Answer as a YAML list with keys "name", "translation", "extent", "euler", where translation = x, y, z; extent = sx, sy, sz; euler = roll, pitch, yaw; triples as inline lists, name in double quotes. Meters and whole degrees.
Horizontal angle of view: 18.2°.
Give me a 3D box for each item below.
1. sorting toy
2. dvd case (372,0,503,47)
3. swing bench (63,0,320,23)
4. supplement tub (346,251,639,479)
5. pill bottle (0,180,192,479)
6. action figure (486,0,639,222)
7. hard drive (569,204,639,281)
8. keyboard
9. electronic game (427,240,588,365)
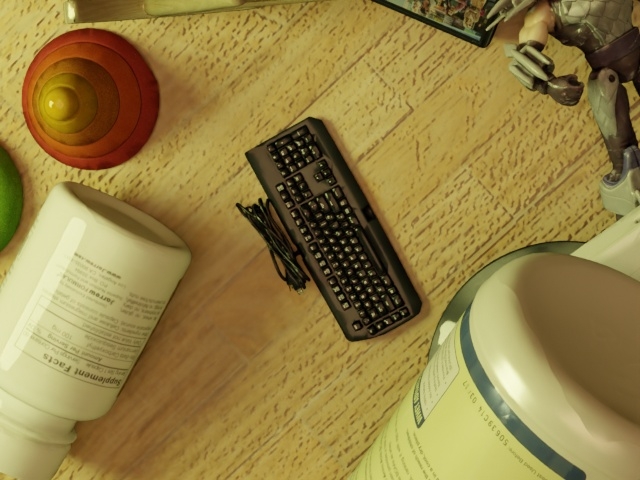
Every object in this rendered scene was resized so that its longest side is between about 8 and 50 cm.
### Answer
- name: "sorting toy"
  translation: [-0.303, -0.045, 1.662]
  extent: [0.365, 0.126, 0.127]
  euler: [-34, 91, 8]
- name: "dvd case"
  translation: [0.094, -0.292, 1.588]
  extent: [0.180, 0.022, 0.253]
  euler: [24, 125, 4]
- name: "swing bench"
  translation: [-0.087, -0.307, 1.576]
  extent: [0.165, 0.254, 0.253]
  euler: [-9, 98, -38]
- name: "supplement tub"
  translation: [0.152, 0.197, 1.514]
  extent: [0.235, 0.235, 0.325]
  euler: [34, 120, 2]
- name: "pill bottle"
  translation: [-0.214, 0.078, 1.661]
  extent: [0.131, 0.131, 0.229]
  euler: [30, 98, 3]
- name: "action figure"
  translation: [0.246, -0.135, 1.600]
  extent: [0.185, 0.099, 0.285]
  euler: [-29, 101, -10]
- name: "hard drive"
  translation: [0.350, 0.087, 1.601]
  extent: [0.203, 0.040, 0.307]
  euler: [-36, 107, 9]
- name: "keyboard"
  translation: [0.000, 0.000, 1.677]
  extent: [0.100, 0.038, 0.192]
  euler: [-29, 91, 8]
- name: "electronic game"
  translation: [0.202, 0.114, 1.660]
  extent: [0.229, 0.048, 0.229]
  euler: [0, 97, 2]
